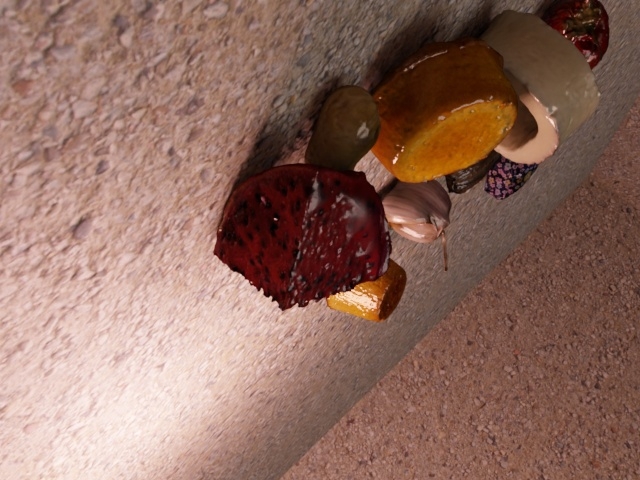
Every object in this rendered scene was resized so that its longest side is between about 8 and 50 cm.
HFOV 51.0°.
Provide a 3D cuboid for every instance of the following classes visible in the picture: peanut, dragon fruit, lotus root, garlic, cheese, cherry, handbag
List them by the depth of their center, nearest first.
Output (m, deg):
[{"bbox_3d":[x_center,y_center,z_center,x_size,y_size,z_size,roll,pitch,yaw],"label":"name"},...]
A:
[{"bbox_3d":[-0.010,0.024,1.170,0.330,0.302,0.240,21,68,-42],"label":"dragon fruit"},{"bbox_3d":[0.037,-0.168,1.189,0.120,0.110,0.236,-60,174,-42],"label":"peanut"},{"bbox_3d":[0.432,-0.321,1.466,0.153,0.292,0.332,-44,171,-10],"label":"cheese"},{"bbox_3d":[0.631,-0.502,1.677,0.175,0.192,0.249,-17,176,20],"label":"cherry"},{"bbox_3d":[0.231,-0.033,1.685,0.207,0.257,0.207,-12,174,-1],"label":"garlic"},{"bbox_3d":[0.426,-0.242,1.749,0.329,0.078,0.167,-50,127,-30],"label":"lotus root"},{"bbox_3d":[0.649,-0.252,2.232,0.207,0.126,0.229,-33,147,-32],"label":"handbag"}]

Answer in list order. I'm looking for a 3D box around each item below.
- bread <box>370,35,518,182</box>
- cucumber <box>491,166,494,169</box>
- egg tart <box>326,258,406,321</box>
[{"bbox_3d":[0.230,-0.245,1.278,0.312,0.172,0.312,-22,157,-10],"label":"bread"},{"bbox_3d":[0.511,-0.279,2.011,0.058,0.052,0.215,-33,157,-10],"label":"cucumber"},{"bbox_3d":[0.122,0.108,1.764,0.215,0.170,0.215,-42,146,-37],"label":"egg tart"}]
